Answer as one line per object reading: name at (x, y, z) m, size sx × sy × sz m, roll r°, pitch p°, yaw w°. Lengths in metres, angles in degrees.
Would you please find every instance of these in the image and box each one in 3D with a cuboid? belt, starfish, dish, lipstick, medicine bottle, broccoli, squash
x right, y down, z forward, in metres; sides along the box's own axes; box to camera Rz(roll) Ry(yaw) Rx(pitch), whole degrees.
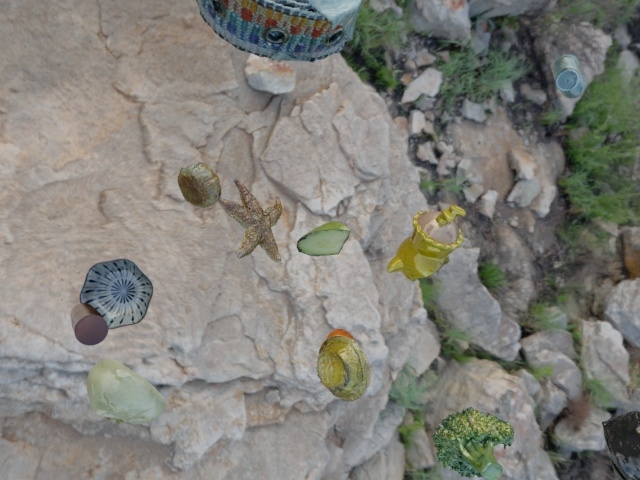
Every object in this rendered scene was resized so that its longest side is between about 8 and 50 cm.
belt at (-0.052, -0.383, 0.700) m, size 0.257 × 0.150 × 0.207 m, roll -1°, pitch 76°, yaw -18°
starfish at (-0.158, -0.051, 1.185) m, size 0.227 × 0.043 × 0.240 m, roll 54°, pitch 38°, yaw -16°
dish at (-0.529, 0.137, 1.249) m, size 0.190 × 0.066 × 0.191 m, roll 0°, pitch 92°, yaw -3°
lipstick at (-0.471, 0.162, 0.950) m, size 0.057 × 0.356 × 0.057 m, roll 2°, pitch 85°, yaw -29°
medicine bottle at (0.527, -0.347, 1.000) m, size 0.208 × 0.053 × 0.090 m, roll -38°, pitch 103°, yaw -54°
broccoli at (0.410, 0.544, 1.219) m, size 0.219 × 0.194 × 0.194 m, roll -30°, pitch 105°, yaw -1°
squash at (0.000, -0.021, 1.734) m, size 0.184 × 0.192 × 0.085 m, roll 1°, pitch 58°, yaw -16°

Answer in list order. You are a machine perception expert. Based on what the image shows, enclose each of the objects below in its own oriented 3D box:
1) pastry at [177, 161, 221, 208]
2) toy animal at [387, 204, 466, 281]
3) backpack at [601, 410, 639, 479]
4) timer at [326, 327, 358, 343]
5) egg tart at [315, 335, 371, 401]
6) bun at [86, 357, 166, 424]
pastry at (-0.382, -0.174, 1.497) m, size 0.081 × 0.153 × 0.153 m, roll -38°, pitch 110°, yaw -51°
toy animal at (0.269, 0.005, 1.177) m, size 0.156 × 0.230 × 0.156 m, roll 18°, pitch 42°, yaw -17°
backpack at (0.504, 0.339, 0.728) m, size 0.165 × 0.106 × 0.120 m, roll 42°, pitch 31°, yaw -15°
timer at (0.071, 0.376, 1.653) m, size 0.136 × 0.136 × 0.099 m, roll 23°, pitch 119°, yaw -26°
egg tart at (0.052, 0.363, 1.333) m, size 0.074 × 0.191 × 0.191 m, roll -1°, pitch 91°, yaw -47°
bun at (-0.493, 0.393, 1.168) m, size 0.222 × 0.222 × 0.127 m, roll 52°, pitch 55°, yaw -18°
